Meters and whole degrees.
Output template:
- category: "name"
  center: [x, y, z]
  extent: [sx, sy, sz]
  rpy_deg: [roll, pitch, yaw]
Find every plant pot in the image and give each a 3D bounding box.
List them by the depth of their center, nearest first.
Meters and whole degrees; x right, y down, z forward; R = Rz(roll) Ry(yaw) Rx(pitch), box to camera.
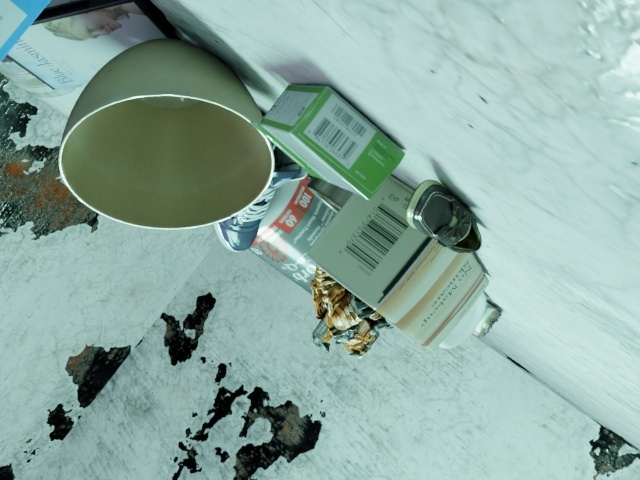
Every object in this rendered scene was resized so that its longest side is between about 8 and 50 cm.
- category: "plant pot"
  center: [-0.215, -0.172, 1.034]
  extent: [0.284, 0.284, 0.191]
  rpy_deg: [39, -146, -48]

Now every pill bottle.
- category: "pill bottle"
  center: [0.189, 0.093, 1.392]
  extent: [0.229, 0.131, 0.131]
  rpy_deg: [36, 178, 39]
- category: "pill bottle"
  center: [0.000, 0.000, 1.531]
  extent: [0.363, 0.210, 0.210]
  rpy_deg: [38, 179, -28]

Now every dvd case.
- category: "dvd case"
  center: [-0.346, -0.294, 1.089]
  extent: [0.253, 0.022, 0.180]
  rpy_deg: [-7, 164, 15]

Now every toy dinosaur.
- category: "toy dinosaur"
  center: [0.065, 0.097, 1.258]
  extent: [0.164, 0.218, 0.322]
  rpy_deg: [46, 170, 16]

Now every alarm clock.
- category: "alarm clock"
  center: [0.051, -0.063, 1.129]
  extent: [0.129, 0.064, 0.192]
  rpy_deg: [38, -178, -21]

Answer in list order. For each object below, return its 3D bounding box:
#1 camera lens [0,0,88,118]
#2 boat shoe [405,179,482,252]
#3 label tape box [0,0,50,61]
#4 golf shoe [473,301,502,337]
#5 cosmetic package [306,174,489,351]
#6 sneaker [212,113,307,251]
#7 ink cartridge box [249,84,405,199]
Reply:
- category: "camera lens"
  center: [-0.447, -0.343, 1.315]
  extent: [0.219, 0.219, 0.274]
  rpy_deg: [37, 178, 24]
- category: "boat shoe"
  center: [0.134, -0.022, 0.756]
  extent: [0.049, 0.056, 0.152]
  rpy_deg: [31, -175, 29]
- category: "label tape box"
  center: [-0.404, -0.308, 0.733]
  extent: [0.347, 0.249, 0.115]
  rpy_deg: [36, 178, 35]
- category: "golf shoe"
  center: [0.308, 0.147, 1.459]
  extent: [0.086, 0.067, 0.186]
  rpy_deg: [39, 179, 6]
- category: "cosmetic package"
  center: [0.121, 0.040, 1.012]
  extent: [0.129, 0.153, 0.296]
  rpy_deg: [38, 180, 28]
- category: "sneaker"
  center: [-0.107, -0.082, 1.263]
  extent: [0.153, 0.282, 0.099]
  rpy_deg: [29, -143, 35]
- category: "ink cartridge box"
  center: [-0.001, -0.114, 0.803]
  extent: [0.109, 0.062, 0.209]
  rpy_deg: [38, 179, -20]
